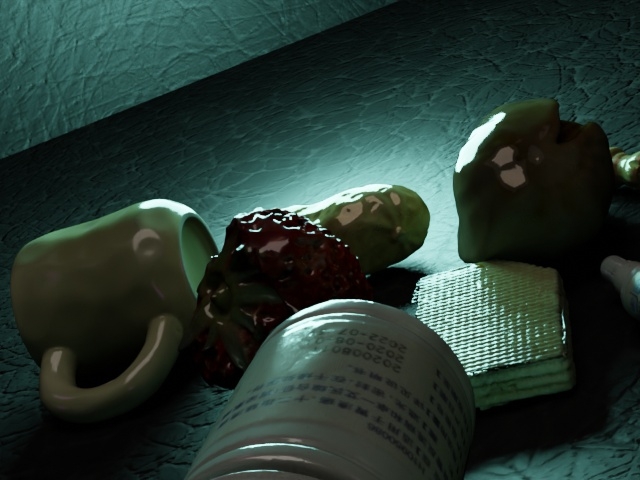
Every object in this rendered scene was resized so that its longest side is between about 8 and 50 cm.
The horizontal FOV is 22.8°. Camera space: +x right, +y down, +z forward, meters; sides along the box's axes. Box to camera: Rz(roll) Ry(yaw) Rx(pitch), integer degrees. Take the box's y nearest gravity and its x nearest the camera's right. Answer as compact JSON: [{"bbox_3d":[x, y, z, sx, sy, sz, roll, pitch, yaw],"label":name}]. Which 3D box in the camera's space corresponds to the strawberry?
[{"bbox_3d":[-0.028,0.065,1.576,0.201,0.187,0.184,8,-18,-42],"label":"strawberry"}]

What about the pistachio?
[{"bbox_3d":[0.219,-0.054,1.681,0.197,0.166,0.288,-56,-2,10],"label":"pistachio"}]

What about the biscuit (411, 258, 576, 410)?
[{"bbox_3d":[0.160,0.085,1.491,0.150,0.052,0.252,-13,21,10],"label":"biscuit"}]

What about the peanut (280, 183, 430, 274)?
[{"bbox_3d":[0.000,0.000,1.820,0.263,0.101,0.117,-12,0,24],"label":"peanut"}]

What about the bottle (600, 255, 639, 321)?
[{"bbox_3d":[0.306,0.051,1.419,0.060,0.060,0.217,-23,20,-8],"label":"bottle"}]

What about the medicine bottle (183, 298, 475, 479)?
[{"bbox_3d":[-0.002,0.193,1.127,0.190,0.190,0.332,-13,19,19],"label":"medicine bottle"}]

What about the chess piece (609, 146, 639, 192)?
[{"bbox_3d":[0.325,-0.081,1.792,0.060,0.060,0.172,-30,23,-29],"label":"chess piece"}]

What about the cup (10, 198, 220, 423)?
[{"bbox_3d":[-0.228,0.069,1.742,0.202,0.173,0.255,-16,18,17],"label":"cup"}]
